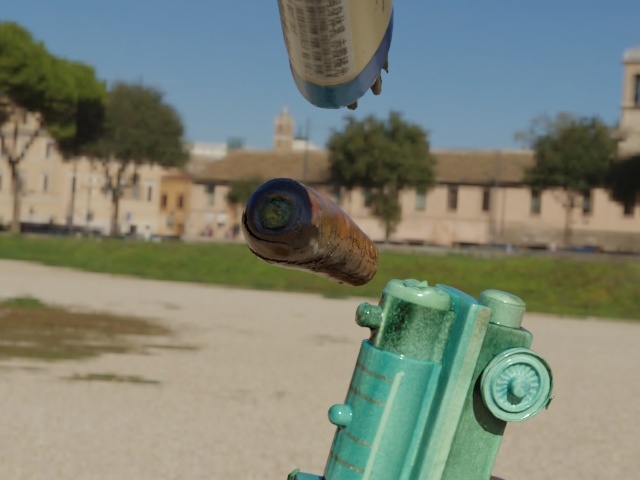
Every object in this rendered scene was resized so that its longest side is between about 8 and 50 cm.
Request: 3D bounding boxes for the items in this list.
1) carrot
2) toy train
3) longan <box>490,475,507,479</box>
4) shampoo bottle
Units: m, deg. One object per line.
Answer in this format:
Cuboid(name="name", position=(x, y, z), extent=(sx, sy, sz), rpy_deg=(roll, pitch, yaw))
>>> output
Cuboid(name="carrot", position=(0.000, 0.000, 0.827), extent=(0.055, 0.055, 0.161), rpy_deg=(3, -10, 24))
Cuboid(name="toy train", position=(0.086, 0.179, 1.158), extent=(0.194, 0.298, 0.120), rpy_deg=(14, 6, -18))
Cuboid(name="longan", position=(0.242, 0.461, 1.944), extent=(0.185, 0.204, 0.159), rpy_deg=(52, 7, 30))
Cuboid(name="shampoo bottle", position=(0.005, -0.122, 0.549), extent=(0.050, 0.087, 0.183), rpy_deg=(5, -26, 7))
